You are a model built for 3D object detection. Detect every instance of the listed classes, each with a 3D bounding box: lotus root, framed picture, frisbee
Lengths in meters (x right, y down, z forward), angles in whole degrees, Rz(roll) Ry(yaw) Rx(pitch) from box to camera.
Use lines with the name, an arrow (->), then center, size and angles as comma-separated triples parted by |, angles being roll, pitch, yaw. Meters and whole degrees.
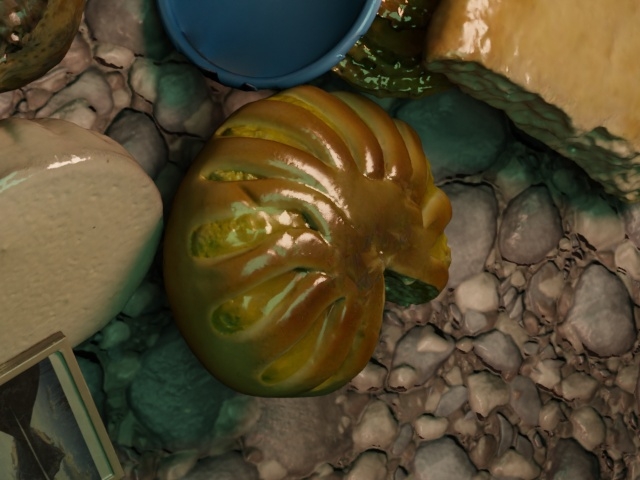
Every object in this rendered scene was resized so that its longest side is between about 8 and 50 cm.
lotus root -> -0.295, -0.259, 1.455 | 0.149, 0.260, 0.267 | -27, 104, -20
framed picture -> -0.277, 0.196, 1.585 | 0.150, 0.015, 0.203 | -31, 133, -19
frisbee -> -0.046, -0.260, 1.618 | 0.242, 0.045, 0.242 | -2, 83, 18

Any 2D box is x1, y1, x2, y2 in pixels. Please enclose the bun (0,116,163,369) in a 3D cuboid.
bun -> -0.293, -0.020, 1.533 | 0.263, 0.175, 0.263 | -28, 145, -21

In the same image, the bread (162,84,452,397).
bread -> 0.000, 0.000, 1.614 | 0.333, 0.160, 0.333 | -7, 99, -45

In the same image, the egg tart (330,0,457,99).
egg tart -> 0.082, -0.258, 1.665 | 0.241, 0.106, 0.241 | 2, 73, -7

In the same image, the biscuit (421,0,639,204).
biscuit -> 0.302, -0.273, 1.722 | 0.429, 0.104, 0.446 | 35, 67, -40
